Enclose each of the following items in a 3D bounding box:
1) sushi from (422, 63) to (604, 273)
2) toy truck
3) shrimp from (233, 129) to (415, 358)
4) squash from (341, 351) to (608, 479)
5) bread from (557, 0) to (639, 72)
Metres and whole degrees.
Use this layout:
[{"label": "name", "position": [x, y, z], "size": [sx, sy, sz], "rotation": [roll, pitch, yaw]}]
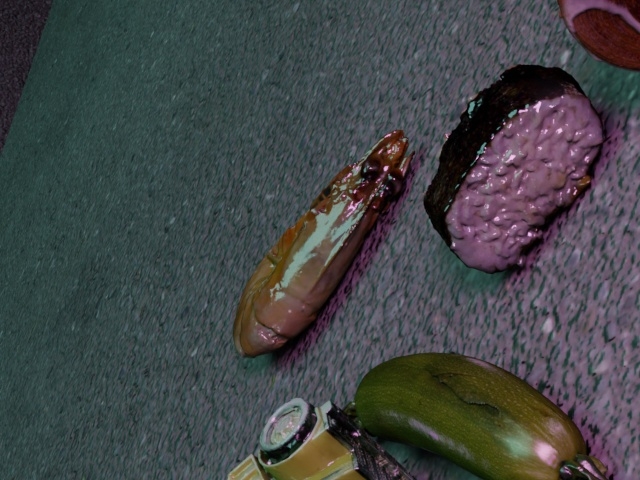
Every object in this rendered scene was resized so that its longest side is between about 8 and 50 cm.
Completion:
[{"label": "sushi", "position": [0.137, -0.055, 0.922], "size": [0.150, 0.090, 0.078], "rotation": [-58, 20, 18]}, {"label": "toy truck", "position": [-0.046, 0.241, 0.889], "size": [0.259, 0.128, 0.135], "rotation": [-43, 22, 6]}, {"label": "shrimp", "position": [0.000, -0.001, 1.195], "size": [0.267, 0.061, 0.145], "rotation": [-55, 15, 24]}, {"label": "squash", "position": [0.089, 0.117, 0.860], "size": [0.318, 0.071, 0.080], "rotation": [3, 69, 65]}, {"label": "bread", "position": [0.217, -0.178, 0.797], "size": [0.160, 0.160, 0.073], "rotation": [-41, 37, 42]}]
